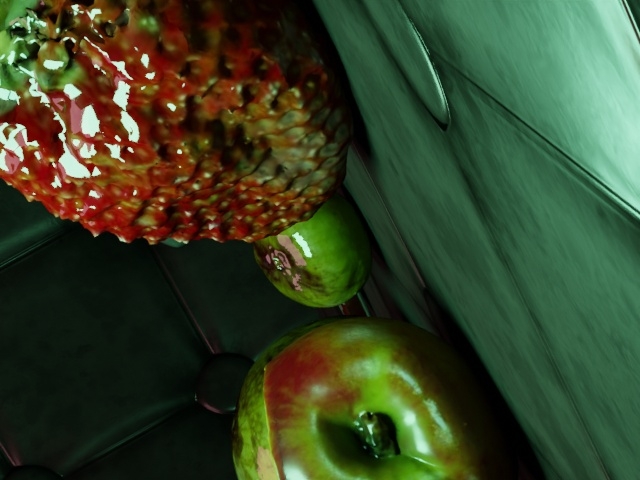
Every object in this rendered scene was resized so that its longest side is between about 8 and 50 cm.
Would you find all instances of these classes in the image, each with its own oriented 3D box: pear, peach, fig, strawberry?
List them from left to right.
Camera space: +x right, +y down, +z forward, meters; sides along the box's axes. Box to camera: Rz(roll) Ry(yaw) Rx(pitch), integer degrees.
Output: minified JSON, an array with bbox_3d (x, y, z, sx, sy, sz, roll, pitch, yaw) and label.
[{"bbox_3d":[-0.122,-0.117,1.585,0.312,0.267,0.351,-3,146,48],"label":"strawberry"},{"bbox_3d":[-0.009,0.005,2.052,0.153,0.120,0.136,-133,19,-78],"label":"fig"},{"bbox_3d":[0.024,0.214,2.145,0.284,0.283,0.283,60,177,6],"label":"pear"},{"bbox_3d":[0.056,0.201,1.758,0.275,0.245,0.249,116,166,-79],"label":"peach"}]

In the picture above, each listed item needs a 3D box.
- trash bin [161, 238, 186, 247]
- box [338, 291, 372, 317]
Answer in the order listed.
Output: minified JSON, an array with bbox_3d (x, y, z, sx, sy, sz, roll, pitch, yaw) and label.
[{"bbox_3d":[-0.176,-0.104,2.631,0.177,0.236,0.101,61,177,-13],"label":"trash bin"},{"bbox_3d":[0.015,0.029,2.592,0.115,0.036,0.177,58,175,42],"label":"box"}]
